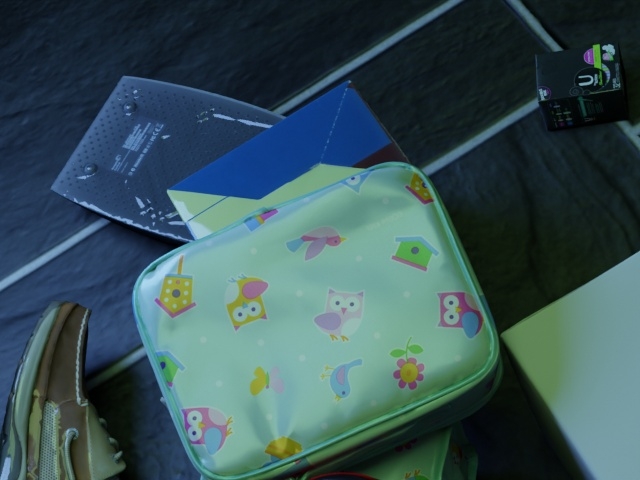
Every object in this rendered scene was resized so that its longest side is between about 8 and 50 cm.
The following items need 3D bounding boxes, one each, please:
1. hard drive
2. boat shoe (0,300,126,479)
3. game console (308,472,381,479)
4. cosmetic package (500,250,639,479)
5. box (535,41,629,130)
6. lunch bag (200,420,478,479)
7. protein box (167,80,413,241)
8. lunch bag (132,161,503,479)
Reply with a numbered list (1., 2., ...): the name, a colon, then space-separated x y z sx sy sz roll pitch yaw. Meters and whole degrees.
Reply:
1. hard drive: -0.136 -0.071 1.776 0.254 0.054 0.172 18 66 28
2. boat shoe: -0.246 0.217 1.606 0.119 0.122 0.324 13 62 -9
3. game console: 0.057 0.403 1.289 0.342 0.060 0.387 27 97 24
4. cosmetic package: 0.309 0.208 1.357 0.155 0.197 0.365 -32 52 -1
5. box: 0.258 -0.152 1.692 0.083 0.052 0.062 -8 56 15
6. lunch bag: 0.005 0.273 1.445 0.223 0.160 0.262 4 65 16
7. protein box: 0.000 0.000 1.592 0.199 0.201 0.136 -31 54 -2
8. lunch bag: -0.003 0.083 1.394 0.279 0.108 0.224 -24 73 0
